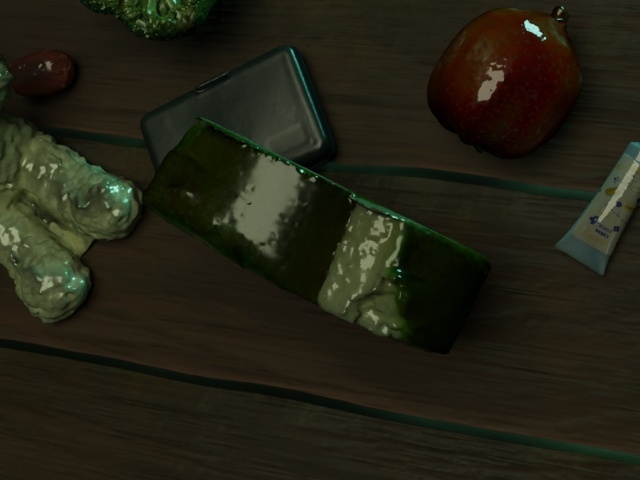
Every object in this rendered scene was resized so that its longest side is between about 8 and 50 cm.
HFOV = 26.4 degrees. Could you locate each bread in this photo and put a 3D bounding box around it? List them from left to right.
[{"bbox_3d":[0.000,0.000,1.474,0.129,0.366,0.382,-64,30,1],"label":"bread"}]

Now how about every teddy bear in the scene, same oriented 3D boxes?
[{"bbox_3d":[-0.475,-0.086,1.670,0.375,0.362,0.327,38,97,22],"label":"teddy bear"}]

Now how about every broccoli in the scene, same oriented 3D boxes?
[{"bbox_3d":[-0.207,-0.379,1.659,0.254,0.269,0.269,-27,74,1],"label":"broccoli"}]

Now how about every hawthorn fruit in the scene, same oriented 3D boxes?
[{"bbox_3d":[0.212,-0.189,1.539,0.169,0.169,0.188,30,95,21],"label":"hawthorn fruit"}]

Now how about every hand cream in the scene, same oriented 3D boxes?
[{"bbox_3d":[0.335,-0.049,1.534,0.065,0.043,0.171,33,97,17],"label":"hand cream"}]

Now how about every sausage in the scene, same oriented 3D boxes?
[{"bbox_3d":[-0.370,-0.221,1.811,0.094,0.054,0.059,-11,79,19],"label":"sausage"}]

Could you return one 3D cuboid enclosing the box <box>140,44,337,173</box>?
[{"bbox_3d":[-0.104,-0.129,1.702,0.230,0.050,0.160,-25,76,16],"label":"box"}]
